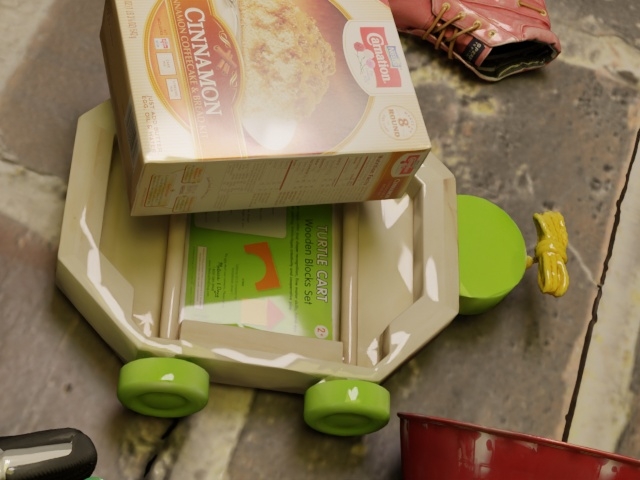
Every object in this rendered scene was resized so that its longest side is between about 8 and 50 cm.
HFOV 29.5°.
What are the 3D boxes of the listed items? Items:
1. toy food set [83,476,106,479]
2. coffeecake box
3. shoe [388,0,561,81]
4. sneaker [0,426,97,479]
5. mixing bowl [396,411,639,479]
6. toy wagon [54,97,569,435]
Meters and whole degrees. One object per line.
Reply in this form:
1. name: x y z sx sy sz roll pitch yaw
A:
1. toy food set: -0.121 0.179 0.691 0.082 0.020 0.083 23 58 -2
2. coffeecake box: -0.039 -0.098 0.789 0.185 0.068 0.142 -4 63 -20
3. shoe: 0.104 -0.174 0.953 0.178 0.063 0.081 -3 58 -22
4. sneaker: -0.250 0.105 0.689 0.228 0.086 0.132 -11 64 -20
5. mixing bowl: 0.126 0.169 0.729 0.181 0.181 0.098 13 82 -9
6. toy wagon: 0.000 0.000 0.828 0.344 0.068 0.267 9 61 -12
